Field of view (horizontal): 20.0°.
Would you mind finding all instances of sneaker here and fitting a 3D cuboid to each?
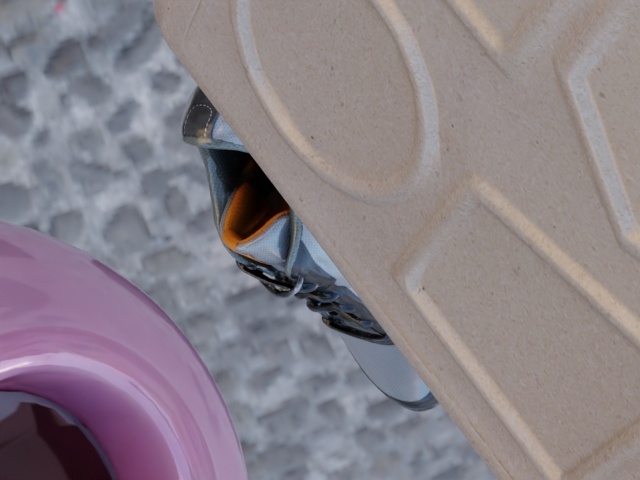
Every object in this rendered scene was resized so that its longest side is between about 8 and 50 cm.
[{"bbox_3d":[0.000,0.000,0.959,0.108,0.100,0.271,-52,133,-28],"label":"sneaker"}]

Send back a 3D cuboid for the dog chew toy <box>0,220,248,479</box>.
[{"bbox_3d":[-0.172,0.110,0.643,0.207,0.206,0.332,16,160,-34],"label":"dog chew toy"}]

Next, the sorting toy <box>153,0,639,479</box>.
[{"bbox_3d":[0.045,-0.032,0.369,0.038,0.208,0.193,-26,165,-28],"label":"sorting toy"}]
